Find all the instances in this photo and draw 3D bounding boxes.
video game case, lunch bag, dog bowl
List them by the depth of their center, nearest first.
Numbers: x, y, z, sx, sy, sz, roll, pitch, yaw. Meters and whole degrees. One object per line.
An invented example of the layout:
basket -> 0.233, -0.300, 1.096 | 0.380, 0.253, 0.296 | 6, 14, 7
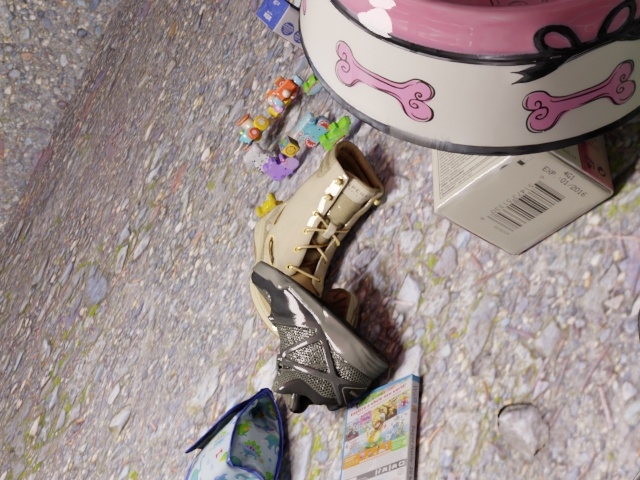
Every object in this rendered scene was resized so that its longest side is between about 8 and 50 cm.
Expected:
dog bowl -> 0.174, -0.282, 1.108 | 0.150, 0.408, 0.407 | 83, -172, -52
video game case -> 0.065, 0.245, 1.244 | 0.119, 0.015, 0.166 | -32, 41, 44
lunch bag -> -0.113, 0.279, 1.436 | 0.129, 0.096, 0.151 | -46, 18, 33

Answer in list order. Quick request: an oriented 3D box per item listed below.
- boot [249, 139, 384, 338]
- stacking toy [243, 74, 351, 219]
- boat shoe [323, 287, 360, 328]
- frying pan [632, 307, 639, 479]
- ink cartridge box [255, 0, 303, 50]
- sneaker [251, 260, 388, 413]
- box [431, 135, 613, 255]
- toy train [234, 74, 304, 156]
boot -> 0.000, 0.000, 1.480 | 0.203, 0.095, 0.262 | -45, 29, 28
stacking toy -> -0.033, -0.144, 1.703 | 0.221, 0.052, 0.167 | -47, 34, 23
boat shoe -> 0.014, 0.138, 1.396 | 0.056, 0.048, 0.153 | 9, 79, 34
frying pan -> 0.309, 0.180, 0.869 | 0.197, 0.053, 0.326 | -18, 54, 51
ink cartridge box -> 0.012, -0.278, 1.569 | 0.046, 0.207, 0.097 | -56, 29, 12
sneaker -> -0.034, 0.125, 1.346 | 0.130, 0.087, 0.227 | -48, 61, 2
box -> 0.212, -0.127, 1.197 | 0.149, 0.127, 0.232 | -37, 37, 39
toy train -> -0.091, -0.214, 1.788 | 0.166, 0.046, 0.125 | -46, -1, 14
